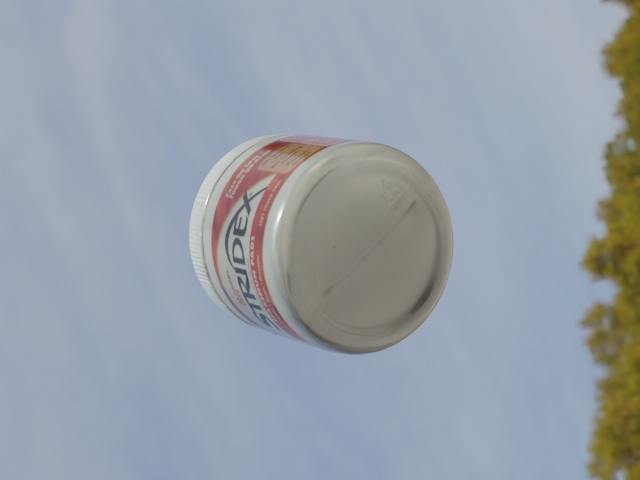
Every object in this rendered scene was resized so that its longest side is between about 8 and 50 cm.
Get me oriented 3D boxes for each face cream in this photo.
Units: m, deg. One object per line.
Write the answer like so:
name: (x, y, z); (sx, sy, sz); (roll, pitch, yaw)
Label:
face cream: (0.000, 0.000, 1.652); (0.201, 0.187, 0.201); (-4, -82, -30)
